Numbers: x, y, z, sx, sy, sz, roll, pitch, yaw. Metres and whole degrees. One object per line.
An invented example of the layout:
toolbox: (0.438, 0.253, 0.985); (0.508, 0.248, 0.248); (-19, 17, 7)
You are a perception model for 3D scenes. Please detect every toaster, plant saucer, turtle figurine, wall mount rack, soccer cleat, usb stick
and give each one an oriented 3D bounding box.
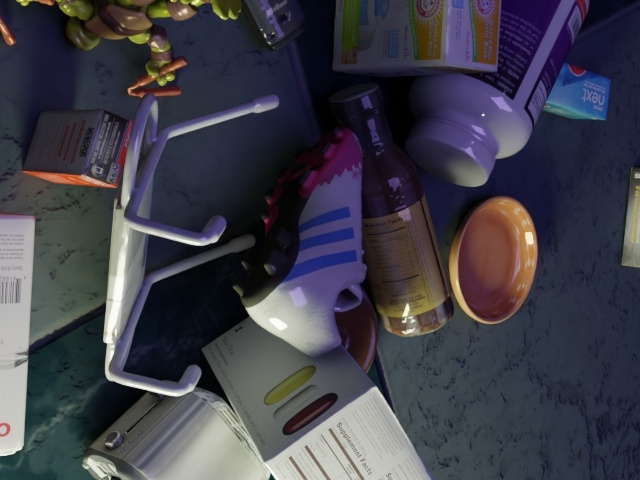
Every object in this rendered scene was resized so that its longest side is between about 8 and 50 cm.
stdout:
toaster: (-0.155, 0.270, 1.209); (0.146, 0.129, 0.227); (-50, 123, -28)
plant saucer: (0.015, 0.135, 1.404); (0.199, 0.036, 0.198); (-6, 100, -40)
turtle figurine: (-0.190, -0.236, 1.078); (0.269, 0.217, 0.087); (26, 61, -47)
plant saucer: (0.264, 0.028, 1.612); (0.200, 0.037, 0.200); (-8, 102, -41)
wall mount rack: (-0.142, -0.011, 1.128); (0.304, 0.131, 0.350); (-79, -178, -55)
soccer cleat: (0.000, 0.000, 1.224); (0.143, 0.116, 0.331); (45, 39, -20)
usb stick: (-0.098, -0.358, 1.230); (0.077, 0.045, 0.278); (-45, 123, -29)

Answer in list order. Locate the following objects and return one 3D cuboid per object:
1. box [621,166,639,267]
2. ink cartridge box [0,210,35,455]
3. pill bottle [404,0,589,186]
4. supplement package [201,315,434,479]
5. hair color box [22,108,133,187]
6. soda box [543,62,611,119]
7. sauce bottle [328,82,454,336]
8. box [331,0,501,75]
box: (0.657, -0.040, 1.941); (0.231, 0.056, 0.183); (1, 96, -42)
ink cartridge box: (-0.379, 0.088, 1.001); (0.172, 0.100, 0.237); (1, 94, -42)
pill bottle: (0.240, -0.243, 1.457); (0.181, 0.181, 0.323); (41, 69, -37)
supplement package: (-0.002, 0.215, 1.226); (0.145, 0.262, 0.204); (-34, 120, -7)
hair color box: (-0.250, -0.095, 1.064); (0.043, 0.141, 0.072); (21, 82, -38)
soda box: (0.375, -0.244, 1.655); (0.210, 0.067, 0.071); (7, 91, -43)
sauce bottle: (0.092, -0.041, 1.400); (0.111, 0.111, 0.344); (-31, 114, -35)
box: (0.122, -0.272, 1.332); (0.103, 0.203, 0.114); (-1, 96, -42)
